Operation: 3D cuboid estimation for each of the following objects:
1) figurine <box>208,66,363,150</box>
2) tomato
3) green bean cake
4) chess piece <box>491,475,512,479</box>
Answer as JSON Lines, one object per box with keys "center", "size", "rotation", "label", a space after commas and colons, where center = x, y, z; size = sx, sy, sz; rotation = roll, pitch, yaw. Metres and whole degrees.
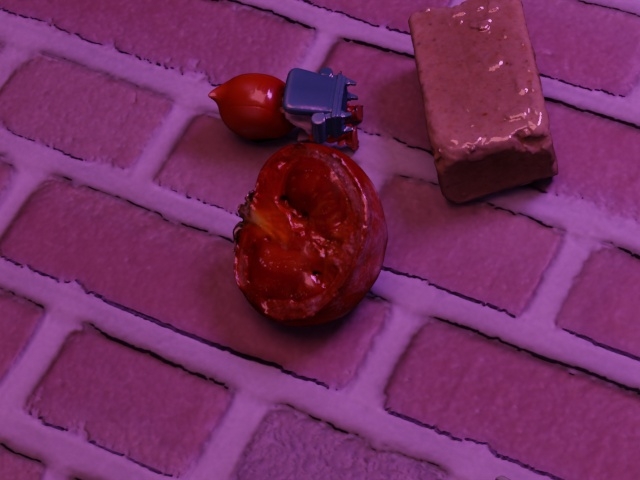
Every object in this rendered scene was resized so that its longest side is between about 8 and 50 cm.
{"center": [-0.033, -0.122, 1.790], "size": [0.140, 0.075, 0.068], "rotation": [4, 60, 14], "label": "figurine"}
{"center": [0.000, 0.000, 1.696], "size": [0.139, 0.091, 0.159], "rotation": [20, 91, 35], "label": "tomato"}
{"center": [0.146, -0.131, 1.745], "size": [0.109, 0.085, 0.179], "rotation": [-11, 55, 6], "label": "green bean cake"}
{"center": [0.173, 0.226, 1.523], "size": [0.103, 0.067, 0.067], "rotation": [29, 68, 37], "label": "chess piece"}
